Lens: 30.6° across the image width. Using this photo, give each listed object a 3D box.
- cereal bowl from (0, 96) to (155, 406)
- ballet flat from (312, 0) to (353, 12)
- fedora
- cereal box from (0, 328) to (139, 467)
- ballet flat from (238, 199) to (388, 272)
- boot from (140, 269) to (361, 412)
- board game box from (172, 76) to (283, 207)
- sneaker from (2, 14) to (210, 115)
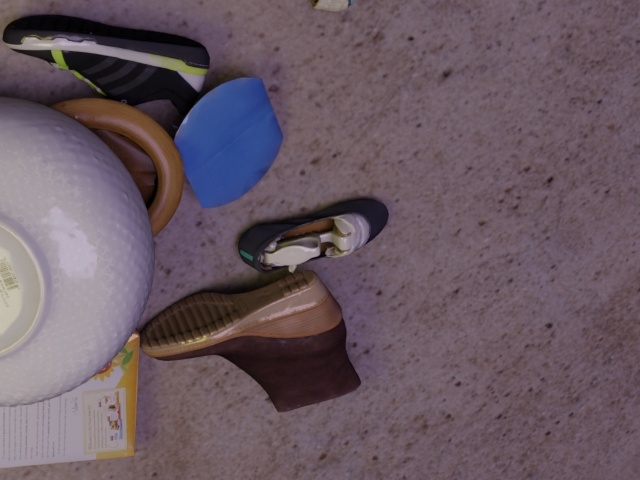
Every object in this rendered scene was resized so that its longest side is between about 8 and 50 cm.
[{"bbox_3d":[-0.349,0.026,1.223,0.339,0.141,0.338,1,106,3],"label":"cereal bowl"},{"bbox_3d":[0.009,-0.339,1.321,0.052,0.057,0.168,-6,114,-8],"label":"ballet flat"},{"bbox_3d":[-0.249,-0.077,1.311,0.194,0.079,0.194,-1,109,-4],"label":"fedora"},{"bbox_3d":[-0.343,0.187,1.411,0.240,0.047,0.173,-1,110,-20],"label":"cereal box"},{"bbox_3d":[0.000,0.000,1.452,0.203,0.074,0.074,-13,116,-16],"label":"ballet flat"},{"bbox_3d":[-0.082,0.153,1.477,0.249,0.090,0.206,-18,128,0],"label":"boot"},{"bbox_3d":[-0.114,-0.120,1.364,0.133,0.033,0.168,-41,143,-16],"label":"board game box"},{"bbox_3d":[-0.230,-0.182,1.278,0.235,0.084,0.097,6,111,-23],"label":"sneaker"}]
